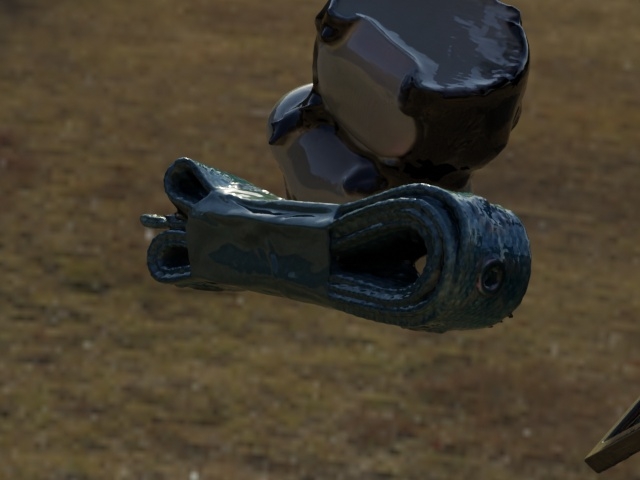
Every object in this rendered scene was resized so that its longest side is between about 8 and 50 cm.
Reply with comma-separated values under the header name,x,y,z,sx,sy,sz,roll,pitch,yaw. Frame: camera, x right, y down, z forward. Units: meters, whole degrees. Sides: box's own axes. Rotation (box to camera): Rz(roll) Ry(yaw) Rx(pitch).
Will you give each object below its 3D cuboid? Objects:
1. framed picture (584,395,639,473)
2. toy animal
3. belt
name,x,y,z,sx,sy,sz,roll,pitch,yaw
framed picture,0.245,0.040,1.052,0.184,0.016,0.250,-45,-4,-20
toy animal,0.079,-0.103,2.006,0.251,0.310,0.251,12,43,-12
belt,0.000,0.000,1.176,0.072,0.087,0.302,1,5,-42
